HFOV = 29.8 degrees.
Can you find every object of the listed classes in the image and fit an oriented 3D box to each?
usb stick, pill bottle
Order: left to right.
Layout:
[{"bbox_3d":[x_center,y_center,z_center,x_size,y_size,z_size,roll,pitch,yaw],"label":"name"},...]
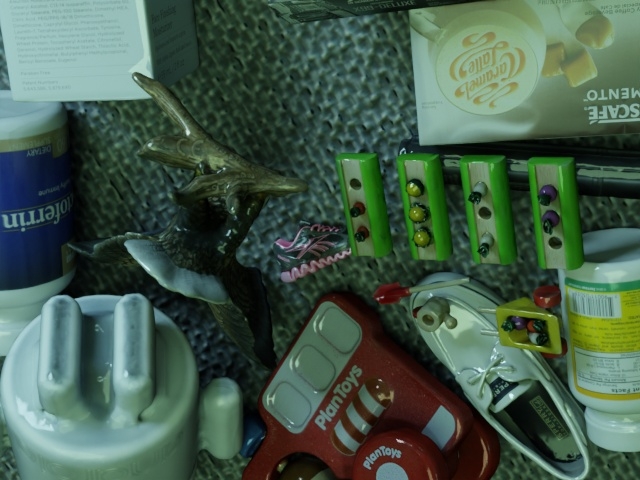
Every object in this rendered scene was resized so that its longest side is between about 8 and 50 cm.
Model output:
[{"bbox_3d":[-0.342,-0.019,1.298,0.153,0.153,0.265,5,111,11],"label":"pill bottle"},{"bbox_3d":[0.218,-0.072,1.199,0.278,0.077,0.045,4,82,11],"label":"usb stick"},{"bbox_3d":[0.305,0.102,1.217,0.117,0.117,0.208,-5,108,14],"label":"pill bottle"}]

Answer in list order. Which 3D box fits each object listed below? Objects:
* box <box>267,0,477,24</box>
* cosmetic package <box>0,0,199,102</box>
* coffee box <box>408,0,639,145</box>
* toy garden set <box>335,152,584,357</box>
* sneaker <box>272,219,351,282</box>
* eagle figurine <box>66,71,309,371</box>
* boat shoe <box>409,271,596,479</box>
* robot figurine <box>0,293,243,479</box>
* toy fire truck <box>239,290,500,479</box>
[{"bbox_3d":[0.099,-0.336,1.080,0.307,0.076,0.242,-4,84,14],"label":"box"},{"bbox_3d":[-0.220,-0.243,1.190,0.151,0.151,0.184,0,110,11],"label":"cosmetic package"},{"bbox_3d":[0.216,-0.174,1.147,0.246,0.098,0.141,-1,109,13],"label":"coffee box"},{"bbox_3d":[0.133,0.018,1.181,0.244,0.049,0.204,3,116,29],"label":"toy garden set"},{"bbox_3d":[0.000,0.000,1.291,0.119,0.047,0.057,-25,91,18],"label":"sneaker"},{"bbox_3d":[-0.116,0.007,1.195,0.225,0.226,0.298,-6,149,-26],"label":"eagle figurine"},{"bbox_3d":[0.193,0.148,1.271,0.096,0.088,0.267,-36,98,16],"label":"boat shoe"},{"bbox_3d":[-0.231,0.196,1.288,0.300,0.200,0.353,2,144,-4],"label":"robot figurine"},{"bbox_3d":[0.028,0.239,1.323,0.254,0.169,0.302,42,114,22],"label":"toy fire truck"}]
